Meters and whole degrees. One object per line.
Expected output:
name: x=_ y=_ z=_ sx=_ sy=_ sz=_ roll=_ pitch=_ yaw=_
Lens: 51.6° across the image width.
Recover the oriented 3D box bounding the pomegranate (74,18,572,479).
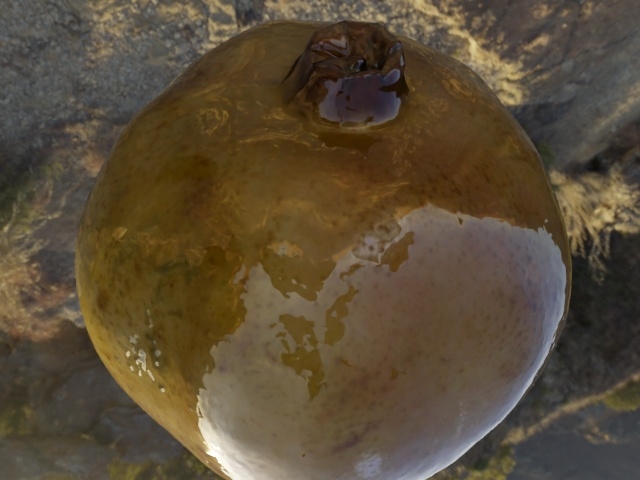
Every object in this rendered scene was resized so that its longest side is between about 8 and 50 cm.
pomegranate: x=0.000 y=0.000 z=0.568 sx=0.416 sy=0.417 sz=0.417 roll=-22 pitch=156 yaw=-10
